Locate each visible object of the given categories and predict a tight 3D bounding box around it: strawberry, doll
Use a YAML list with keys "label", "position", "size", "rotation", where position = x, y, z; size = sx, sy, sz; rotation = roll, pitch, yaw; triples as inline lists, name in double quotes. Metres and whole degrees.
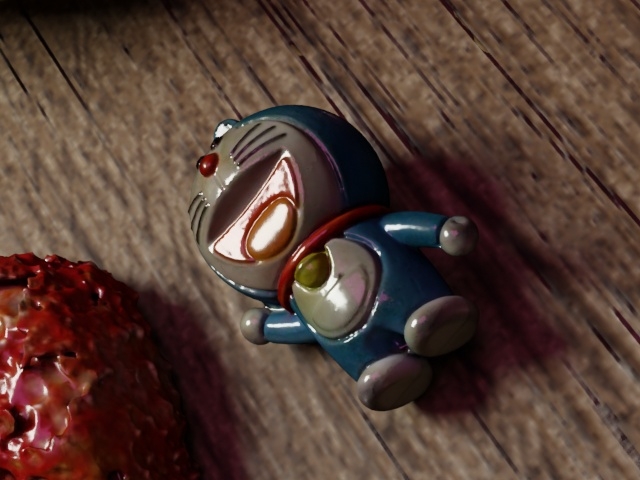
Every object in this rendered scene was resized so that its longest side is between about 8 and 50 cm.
- label: "strawberry"
  position: [-0.134, 0.075, 0.841]
  size: [0.140, 0.085, 0.192]
  rotation: [-20, 60, 13]
- label: "doll"
  position: [0.000, 0.000, 0.816]
  size: [0.114, 0.085, 0.152]
  rotation: [-48, 64, 19]
